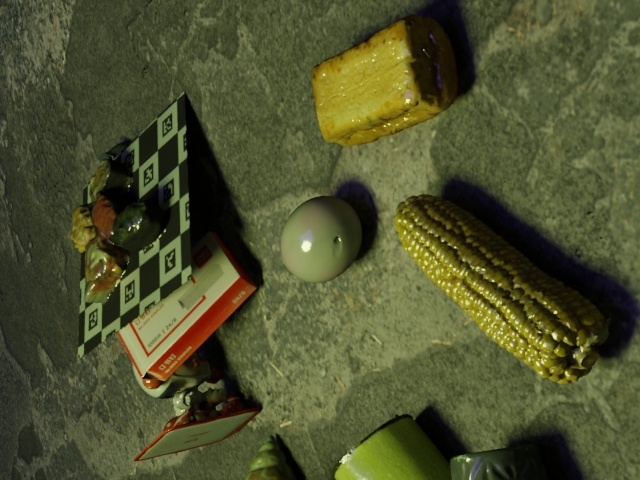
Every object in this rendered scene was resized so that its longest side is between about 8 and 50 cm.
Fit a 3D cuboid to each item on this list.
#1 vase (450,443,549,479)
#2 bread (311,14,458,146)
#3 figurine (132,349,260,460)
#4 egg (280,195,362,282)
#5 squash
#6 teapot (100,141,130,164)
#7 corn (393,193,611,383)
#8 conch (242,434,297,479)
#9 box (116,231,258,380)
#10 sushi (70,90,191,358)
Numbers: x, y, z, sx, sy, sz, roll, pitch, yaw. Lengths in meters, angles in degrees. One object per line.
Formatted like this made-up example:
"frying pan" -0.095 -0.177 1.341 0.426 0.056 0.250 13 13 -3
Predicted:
"vase" 0.229 0.376 1.079 0.251 0.156 0.301 -15 75 20
"bread" 0.071 -0.179 1.147 0.211 0.083 0.114 -12 88 56
"figurine" -0.241 0.225 1.670 0.160 0.183 0.226 -45 60 45
"egg" 0.000 0.000 1.299 0.103 0.103 0.135 58 144 22
"squash" 0.132 0.348 1.227 0.247 0.132 0.132 53 140 27
"teapot" -0.372 -0.139 1.815 0.088 0.057 0.066 -44 66 52
"corn" 0.181 0.042 1.063 0.291 0.101 0.101 42 134 36
"conch" -0.074 0.422 1.576 0.173 0.106 0.116 47 118 7
"box" -0.214 0.106 1.570 0.229 0.050 0.123 -44 49 8
"sushi" -0.337 -0.028 1.627 0.359 0.064 0.343 -33 52 41
